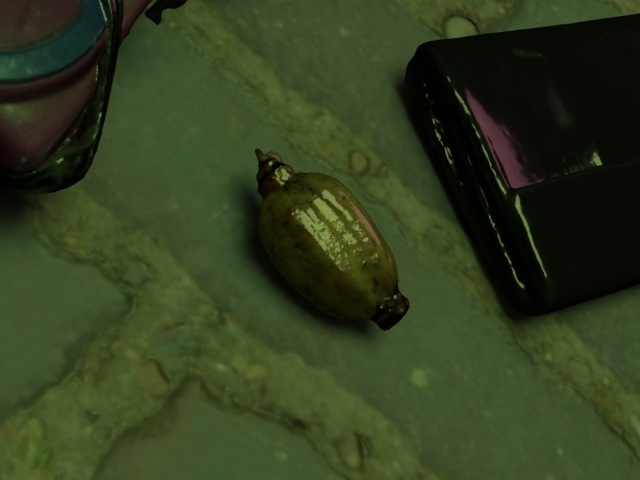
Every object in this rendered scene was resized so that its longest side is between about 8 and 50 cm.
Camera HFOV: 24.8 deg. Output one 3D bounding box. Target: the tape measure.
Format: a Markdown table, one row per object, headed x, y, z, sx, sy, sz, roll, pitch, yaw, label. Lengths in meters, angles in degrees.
| x | y | z | sx | sy | sz | roll | pitch | yaw | label |
| --- | --- | --- | --- | --- | --- | --- | --- | --- | --- |
| -0.225 | -0.143 | 0.891 | 0.245 | 0.149 | 0.231 | 39 | 49 | -15 | tape measure |

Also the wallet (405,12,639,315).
| x | y | z | sx | sy | sz | roll | pitch | yaw | label |
| --- | --- | --- | --- | --- | --- | --- | --- | --- | --- |
| 0.270 | -0.083 | 1.186 | 0.406 | 0.062 | 0.228 | -14 | 72 | -35 | wallet |

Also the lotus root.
| x | y | z | sx | sy | sz | roll | pitch | yaw | label |
| --- | --- | --- | --- | --- | --- | --- | --- | --- | --- |
| 0.000 | 0.000 | 0.986 | 0.072 | 0.063 | 0.152 | -37 | 92 | -12 | lotus root |
